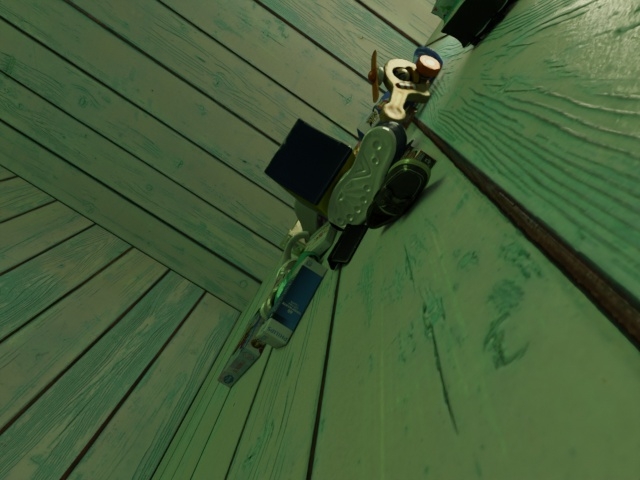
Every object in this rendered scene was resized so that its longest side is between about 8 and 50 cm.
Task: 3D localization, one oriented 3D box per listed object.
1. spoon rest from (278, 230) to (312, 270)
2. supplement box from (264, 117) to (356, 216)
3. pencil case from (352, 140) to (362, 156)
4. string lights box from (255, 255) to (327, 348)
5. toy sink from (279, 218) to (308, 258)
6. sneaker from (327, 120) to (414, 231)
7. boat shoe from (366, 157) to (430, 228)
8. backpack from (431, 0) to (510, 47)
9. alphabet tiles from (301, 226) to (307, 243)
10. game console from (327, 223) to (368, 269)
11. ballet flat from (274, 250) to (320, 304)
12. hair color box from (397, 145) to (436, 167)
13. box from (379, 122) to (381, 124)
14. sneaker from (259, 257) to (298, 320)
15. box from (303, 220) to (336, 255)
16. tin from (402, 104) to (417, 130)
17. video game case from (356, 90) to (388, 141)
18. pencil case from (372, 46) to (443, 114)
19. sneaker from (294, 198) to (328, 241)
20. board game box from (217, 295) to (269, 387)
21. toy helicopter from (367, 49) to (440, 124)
[{"bbox_3d":[-0.115,0.091,1.635,0.276,0.084,0.137,-70,-26,-20],"label":"spoon rest"},{"bbox_3d":[0.006,-0.199,1.327,0.195,0.194,0.356,-57,-18,0],"label":"supplement box"},{"bbox_3d":[0.119,-0.240,1.583,0.284,0.124,0.124,-53,8,29],"label":"pencil case"},{"bbox_3d":[-0.088,0.186,1.236,0.260,0.076,0.133,-60,7,-26],"label":"string lights box"},{"bbox_3d":[-0.104,-0.009,2.028,0.234,0.131,0.153,-62,7,-30],"label":"toy sink"},{"bbox_3d":[0.151,-0.190,1.199,0.236,0.130,0.323,-37,-26,-61],"label":"sneaker"},{"bbox_3d":[0.148,-0.081,0.823,0.073,0.080,0.223,-66,4,-22],"label":"boat shoe"},{"bbox_3d":[0.450,-0.711,1.161,0.253,0.191,0.225,-54,4,-22],"label":"backpack"},{"bbox_3d":[-0.001,-0.126,1.783,0.237,0.009,0.198,-41,-41,-31],"label":"alphabet tiles"},{"bbox_3d":[0.077,0.022,1.104,0.122,0.071,0.107,-59,-23,-20],"label":"game console"},{"bbox_3d":[-0.075,0.137,1.385,0.087,0.083,0.247,-15,43,59],"label":"ballet flat"},{"bbox_3d":[0.206,-0.168,0.923,0.072,0.043,0.141,-54,8,14],"label":"hair color box"},{"bbox_3d":[0.242,-0.439,1.860,0.169,0.059,0.054,-51,7,41],"label":"box"},{"bbox_3d":[-0.123,0.178,1.489,0.252,0.103,0.111,-65,13,-17],"label":"sneaker"},{"bbox_3d":[0.000,0.000,1.547,0.145,0.038,0.186,-41,15,31],"label":"box"},{"bbox_3d":[0.292,-0.416,1.504,0.190,0.040,0.106,-60,11,-23],"label":"tin"},{"bbox_3d":[0.274,-0.566,1.915,0.244,0.061,0.269,-49,-5,7],"label":"video game case"},{"bbox_3d":[0.335,-0.594,1.600,0.306,0.119,0.133,-53,34,8],"label":"pencil case"},{"bbox_3d":[-0.019,-0.130,1.679,0.161,0.102,0.282,-54,-30,-33],"label":"sneaker"},{"bbox_3d":[-0.265,0.381,1.640,0.318,0.066,0.319,-51,9,40],"label":"board game box"},{"bbox_3d":[0.252,-0.508,1.385,0.140,0.235,0.355,116,176,-54],"label":"toy helicopter"}]
